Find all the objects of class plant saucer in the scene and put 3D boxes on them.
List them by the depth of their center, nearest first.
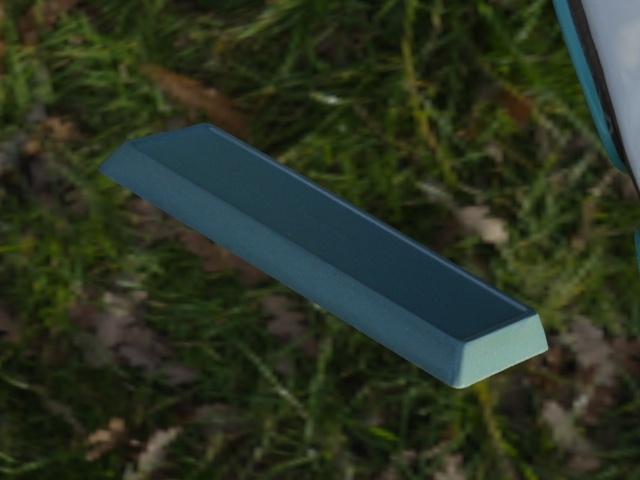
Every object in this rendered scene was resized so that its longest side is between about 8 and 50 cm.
[{"bbox_3d":[0.000,0.000,0.761,0.067,0.192,0.018,-18,132,-50],"label":"plant saucer"}]

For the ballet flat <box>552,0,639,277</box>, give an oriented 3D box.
[{"bbox_3d":[0.204,-0.037,0.946,0.139,0.139,0.400,-11,85,-30],"label":"ballet flat"}]
